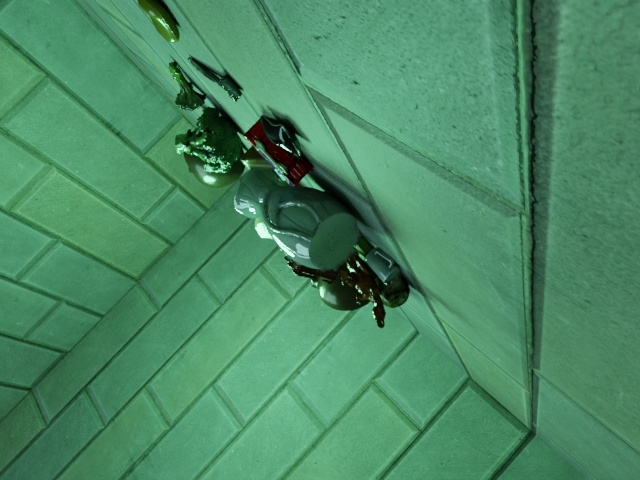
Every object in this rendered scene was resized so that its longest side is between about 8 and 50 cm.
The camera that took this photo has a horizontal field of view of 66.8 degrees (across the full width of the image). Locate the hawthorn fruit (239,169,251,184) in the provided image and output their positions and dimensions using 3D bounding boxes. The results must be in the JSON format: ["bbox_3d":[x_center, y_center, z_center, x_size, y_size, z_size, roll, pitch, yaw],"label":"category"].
[{"bbox_3d":[-0.307,-0.269,2.347,0.173,0.173,0.173,43,176,4],"label":"hawthorn fruit"}]

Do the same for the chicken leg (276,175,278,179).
[{"bbox_3d":[-0.216,-0.259,2.249,0.251,0.087,0.107,39,-168,-47],"label":"chicken leg"}]

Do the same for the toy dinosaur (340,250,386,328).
[{"bbox_3d":[0.130,0.107,1.742,0.208,0.097,0.432,46,-161,-52],"label":"toy dinosaur"}]

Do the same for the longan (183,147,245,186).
[{"bbox_3d":[-0.504,-0.395,2.298,0.297,0.297,0.297,43,176,4],"label":"longan"}]

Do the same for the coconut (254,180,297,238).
[{"bbox_3d":[-0.148,-0.122,1.985,0.239,0.244,0.239,5,-178,0],"label":"coconut"}]

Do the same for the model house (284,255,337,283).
[{"bbox_3d":[0.000,0.000,1.735,0.160,0.253,0.196,20,-170,-21],"label":"model house"}]

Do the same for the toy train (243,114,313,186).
[{"bbox_3d":[-0.118,-0.247,1.380,0.204,0.083,0.131,45,178,-9],"label":"toy train"}]

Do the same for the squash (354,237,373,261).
[{"bbox_3d":[0.129,-0.004,1.836,0.219,0.041,0.219,48,175,6],"label":"squash"}]

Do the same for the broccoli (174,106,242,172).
[{"bbox_3d":[-0.451,-0.401,1.960,0.270,0.269,0.270,-1,173,2],"label":"broccoli"}]

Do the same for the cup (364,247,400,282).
[{"bbox_3d":[0.213,0.078,1.661,0.116,0.074,0.104,47,154,20],"label":"cup"}]

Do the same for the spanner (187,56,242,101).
[{"bbox_3d":[-0.303,-0.461,1.368,0.325,0.026,0.093,41,175,39],"label":"spanner"}]

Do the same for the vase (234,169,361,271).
[{"bbox_3d":[-0.094,-0.083,1.545,0.445,0.250,0.250,33,170,42],"label":"vase"}]

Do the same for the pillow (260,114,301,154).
[{"bbox_3d":[-0.099,-0.265,1.215,0.091,0.055,0.136,23,-168,-38],"label":"pillow"}]

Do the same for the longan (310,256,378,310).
[{"bbox_3d":[0.104,0.155,2.050,0.300,0.300,0.243,40,152,44],"label":"longan"}]

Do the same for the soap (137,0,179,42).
[{"bbox_3d":[-0.400,-0.554,1.210,0.089,0.045,0.140,39,174,16],"label":"soap"}]

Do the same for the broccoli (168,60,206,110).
[{"bbox_3d":[-0.522,-0.588,1.850,0.118,0.122,0.204,24,151,32],"label":"broccoli"}]

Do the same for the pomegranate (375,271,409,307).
[{"bbox_3d":[0.252,0.171,1.768,0.138,0.126,0.163,57,-176,39],"label":"pomegranate"}]

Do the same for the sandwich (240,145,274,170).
[{"bbox_3d":[-0.160,-0.245,1.568,0.163,0.113,0.079,41,175,22],"label":"sandwich"}]
